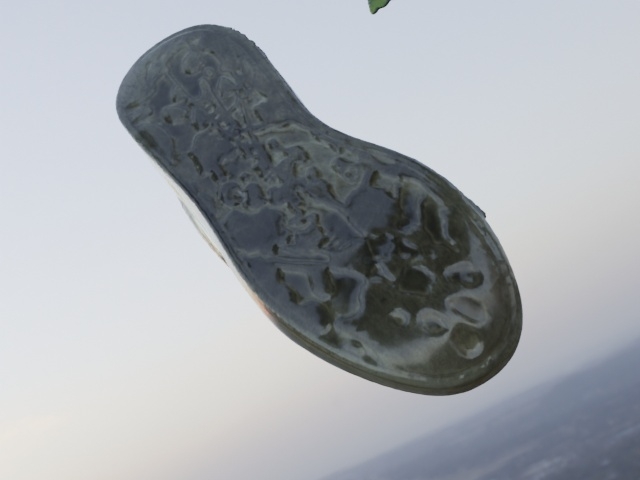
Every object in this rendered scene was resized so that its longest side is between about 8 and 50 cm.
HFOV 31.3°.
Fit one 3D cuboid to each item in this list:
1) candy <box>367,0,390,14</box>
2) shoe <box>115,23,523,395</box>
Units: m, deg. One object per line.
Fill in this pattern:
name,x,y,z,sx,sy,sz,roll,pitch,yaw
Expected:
candy,0.067,-0.350,1.145,0.149,0.246,0.069,-40,-37,25
shoe,0.000,0.000,0.710,0.124,0.316,0.159,-38,-30,-9
